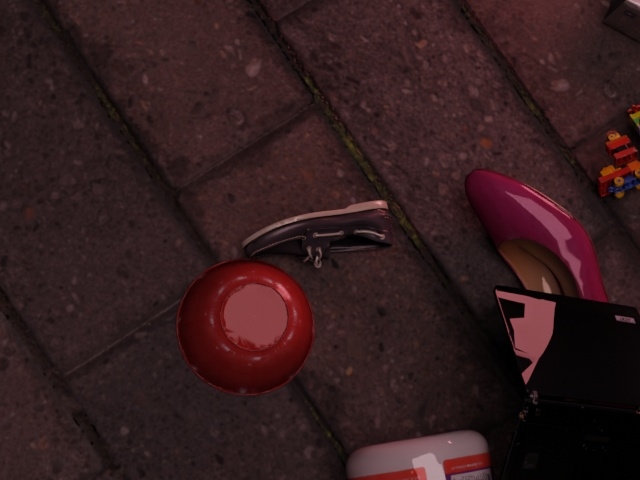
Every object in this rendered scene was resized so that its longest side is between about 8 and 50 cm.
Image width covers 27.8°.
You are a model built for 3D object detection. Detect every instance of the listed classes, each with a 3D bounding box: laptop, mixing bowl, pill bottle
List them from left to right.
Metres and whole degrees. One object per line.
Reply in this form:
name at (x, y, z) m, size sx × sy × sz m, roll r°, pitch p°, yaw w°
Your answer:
mixing bowl at (-0.089, 0.102, 1.634) m, size 0.181 × 0.098 × 0.181 m, roll 2°, pitch 77°, yaw -10°
pill bottle at (0.141, 0.400, 1.571) m, size 0.181 × 0.181 × 0.323 m, roll -7°, pitch 80°, yaw -11°
laptop at (0.302, 0.213, 1.590) m, size 0.234 × 0.136 × 0.264 m, roll 9°, pitch 102°, yaw -27°

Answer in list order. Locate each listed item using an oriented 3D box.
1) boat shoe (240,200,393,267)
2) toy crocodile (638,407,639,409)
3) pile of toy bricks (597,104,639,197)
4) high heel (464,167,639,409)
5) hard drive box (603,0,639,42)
boat shoe at (0.000, 0.000, 1.682) m, size 0.206 × 0.075 × 0.065 m, roll -13°, pitch 78°, yaw -17°
toy crocodile at (0.466, 0.343, 1.648) m, size 0.115 × 0.105 × 0.341 m, roll 10°, pitch 69°, yaw -52°
pile of toy bricks at (0.468, -0.151, 1.791) m, size 0.212 × 0.118 × 0.105 m, roll -22°, pitch 51°, yaw -5°
high heel at (0.295, 0.081, 1.685) m, size 0.377 × 0.127 × 0.181 m, roll 44°, pitch 64°, yaw -3°
hard drive box at (0.550, -0.341, 1.840) m, size 0.232 × 0.089 × 0.181 m, roll 29°, pitch 76°, yaw -3°
